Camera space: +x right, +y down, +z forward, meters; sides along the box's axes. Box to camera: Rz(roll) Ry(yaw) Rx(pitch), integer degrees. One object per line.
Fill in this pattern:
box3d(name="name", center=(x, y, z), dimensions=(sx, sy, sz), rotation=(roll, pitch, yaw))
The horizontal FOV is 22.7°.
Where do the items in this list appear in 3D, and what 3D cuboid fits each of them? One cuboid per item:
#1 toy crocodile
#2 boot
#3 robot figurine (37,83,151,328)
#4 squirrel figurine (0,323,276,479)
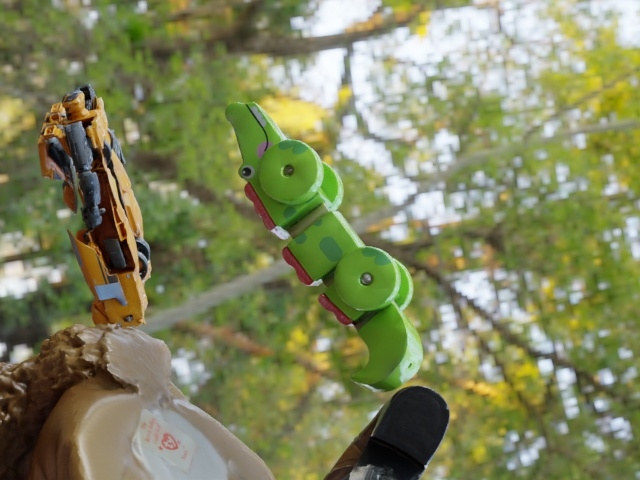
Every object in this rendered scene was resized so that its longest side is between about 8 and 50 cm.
box3d(name="toy crocodile", center=(0.000, 0.000, 1.648), dimensions=(0.340, 0.105, 0.115), rotation=(55, 5, 12))
box3d(name="boot", center=(0.031, 0.268, 1.647), dimensions=(0.264, 0.096, 0.280), rotation=(-61, 177, -12))
box3d(name="robot figurine", center=(-0.275, -0.045, 1.959), dimensions=(0.211, 0.085, 0.291), rotation=(-98, 173, -66))
box3d(name="squirrel figurine", center=(-0.278, 0.303, 1.751), dimensions=(0.370, 0.281, 0.397), rotation=(-48, -125, 28))
